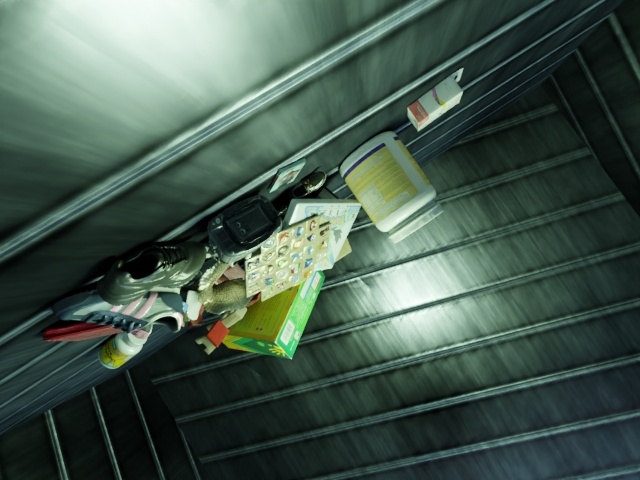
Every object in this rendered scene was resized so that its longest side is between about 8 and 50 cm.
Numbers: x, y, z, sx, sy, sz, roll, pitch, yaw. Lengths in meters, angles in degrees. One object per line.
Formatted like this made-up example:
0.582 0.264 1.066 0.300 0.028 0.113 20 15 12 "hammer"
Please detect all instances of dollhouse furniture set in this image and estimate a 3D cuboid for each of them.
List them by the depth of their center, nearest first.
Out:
-0.389 0.245 1.663 0.152 0.201 0.374 -36 -169 27 "dollhouse furniture set"

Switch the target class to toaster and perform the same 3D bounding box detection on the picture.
-0.207 -0.031 1.131 0.227 0.129 0.146 -35 180 -25 "toaster"

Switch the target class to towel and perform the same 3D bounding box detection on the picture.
-0.653 0.260 1.202 0.198 0.031 0.275 -10 169 -15 "towel"

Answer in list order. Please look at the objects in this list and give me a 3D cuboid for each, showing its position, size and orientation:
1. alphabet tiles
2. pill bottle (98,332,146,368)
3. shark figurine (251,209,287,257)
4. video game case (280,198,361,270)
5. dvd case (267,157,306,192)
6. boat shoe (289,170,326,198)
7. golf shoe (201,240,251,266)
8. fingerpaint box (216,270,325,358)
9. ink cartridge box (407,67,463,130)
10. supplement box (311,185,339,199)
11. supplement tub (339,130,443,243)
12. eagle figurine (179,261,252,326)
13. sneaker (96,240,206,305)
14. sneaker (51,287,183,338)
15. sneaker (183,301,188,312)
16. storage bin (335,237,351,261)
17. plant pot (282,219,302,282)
-0.105 0.063 1.386 0.342 0.011 0.285 -25 140 -30 "alphabet tiles"
-0.828 0.444 1.725 0.208 0.118 0.117 -36 175 23 "pill bottle"
-0.202 -0.043 1.404 0.116 0.166 0.278 1 -135 51 "shark figurine"
-0.022 -0.010 1.445 0.328 0.036 0.300 -6 128 -46 "video game case"
-0.093 -0.176 1.114 0.087 0.013 0.119 -31 174 -29 "dvd case"
-0.040 -0.172 1.292 0.133 0.049 0.042 -31 -175 22 "boat shoe"
-0.300 0.041 1.238 0.198 0.094 0.077 -16 177 17 "golf shoe"
-0.232 0.295 1.913 0.370 0.163 0.445 0 -131 31 "fingerpaint box"
0.375 -0.441 1.292 0.198 0.067 0.115 -35 175 12 "ink cartridge box"
-0.021 -0.106 1.553 0.104 0.080 0.188 -41 -168 52 "supplement box"
0.248 -0.181 1.430 0.241 0.331 0.241 -33 175 -3 "supplement tub"
-0.392 0.159 1.477 0.298 0.225 0.226 -21 161 -19 "eagle figurine"
-0.386 0.061 1.000 0.130 0.109 0.286 -46 171 38 "sneaker"
-0.487 0.187 1.031 0.112 0.131 0.318 -31 160 37 "sneaker"
-0.494 0.201 1.214 0.081 0.091 0.232 5 162 31 "sneaker"
0.000 0.000 2.082 0.123 0.261 0.262 -14 -169 45 "storage bin"
-0.183 0.059 1.628 0.254 0.254 0.239 -31 -170 -32 "plant pot"
